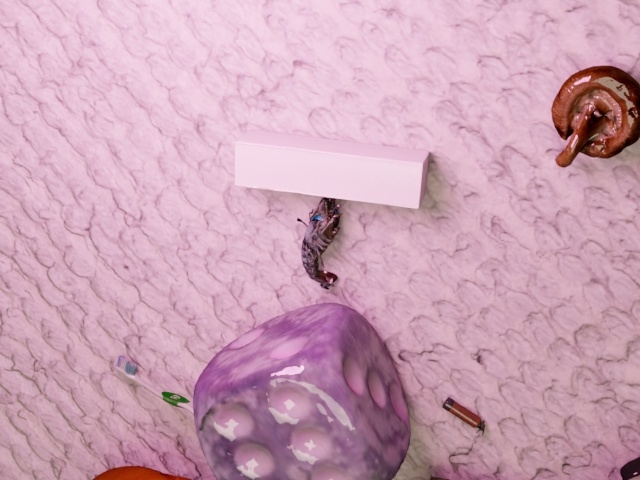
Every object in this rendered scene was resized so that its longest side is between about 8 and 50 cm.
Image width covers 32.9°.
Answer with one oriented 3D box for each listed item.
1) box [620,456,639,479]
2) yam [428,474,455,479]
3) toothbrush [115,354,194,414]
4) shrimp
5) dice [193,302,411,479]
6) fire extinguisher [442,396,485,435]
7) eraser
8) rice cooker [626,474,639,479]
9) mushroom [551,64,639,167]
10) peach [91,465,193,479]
[{"bbox_3d":[0.671,0.436,1.749,0.289,0.073,0.290,-31,98,22],"label":"box"},{"bbox_3d":[0.296,0.502,1.822,0.304,0.168,0.168,11,112,10],"label":"yam"},{"bbox_3d":[-0.250,0.285,1.900,0.304,0.030,0.030,29,116,27],"label":"toothbrush"},{"bbox_3d":[-0.005,0.000,1.758,0.076,0.082,0.174,8,119,6],"label":"shrimp"},{"bbox_3d":[-0.027,0.277,1.760,0.270,0.271,0.270,-22,104,20],"label":"dice"},{"bbox_3d":[0.245,0.298,1.835,0.083,0.022,0.028,34,78,0],"label":"fire extinguisher"},{"bbox_3d":[0.017,-0.114,1.708,0.298,0.078,0.076,7,112,12],"label":"eraser"},{"bbox_3d":[0.535,0.495,1.619,0.288,0.288,0.277,-21,102,21],"label":"rice cooker"},{"bbox_3d":[0.400,-0.176,1.589,0.135,0.080,0.170,41,115,10],"label":"mushroom"},{"bbox_3d":[-0.304,0.561,1.923,0.343,0.343,0.301,17,71,7],"label":"peach"}]
